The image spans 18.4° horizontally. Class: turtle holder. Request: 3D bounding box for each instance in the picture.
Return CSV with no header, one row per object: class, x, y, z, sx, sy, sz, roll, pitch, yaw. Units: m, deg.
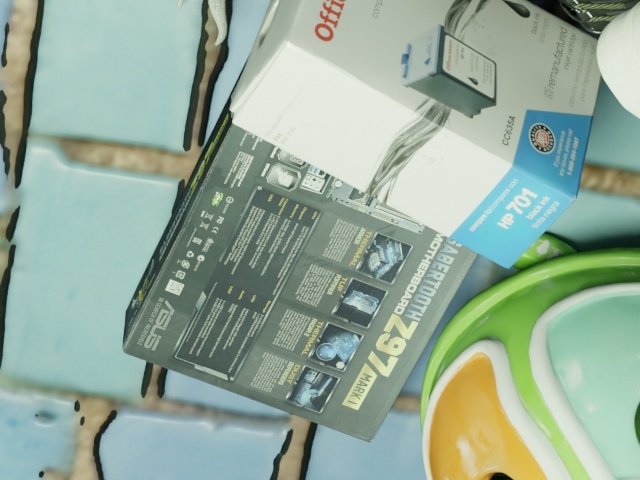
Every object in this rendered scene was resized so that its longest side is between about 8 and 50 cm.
turtle holder,0.222,0.153,1.268,0.320,0.227,0.243,31,113,-18

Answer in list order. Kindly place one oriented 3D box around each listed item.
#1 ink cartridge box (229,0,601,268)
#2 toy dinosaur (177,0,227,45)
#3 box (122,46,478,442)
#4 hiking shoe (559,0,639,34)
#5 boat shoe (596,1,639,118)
ink cartridge box,0.060,-0.092,1.159,0.190,0.140,0.082,28,138,-13
toy dinosaur,-0.089,-0.257,1.090,0.160,0.121,0.313,-40,118,4
box,0.000,0.000,1.270,0.183,0.059,0.233,21,116,-13
hiking shoe,0.159,-0.158,1.158,0.226,0.086,0.114,5,147,-15
boat shoe,0.288,-0.059,1.184,0.156,0.136,0.367,-21,153,39
